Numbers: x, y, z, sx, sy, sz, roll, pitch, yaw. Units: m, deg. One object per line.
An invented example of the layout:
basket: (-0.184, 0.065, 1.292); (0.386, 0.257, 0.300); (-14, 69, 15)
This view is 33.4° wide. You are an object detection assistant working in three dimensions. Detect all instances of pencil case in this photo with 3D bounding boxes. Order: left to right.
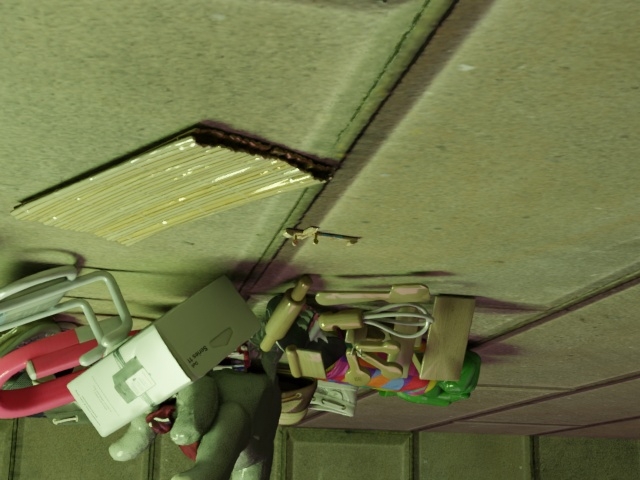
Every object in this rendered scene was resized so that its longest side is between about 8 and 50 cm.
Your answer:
pencil case: (0.082, 0.183, 1.670); (0.236, 0.105, 0.104); (16, 159, -42)

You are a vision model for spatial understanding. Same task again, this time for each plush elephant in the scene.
plush elephant: (-0.203, 0.250, 1.587); (0.255, 0.330, 0.272); (9, 163, 19)

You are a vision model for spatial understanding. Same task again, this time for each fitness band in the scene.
fitness band: (-0.384, 0.201, 1.669); (0.290, 0.054, 0.209); (-16, 157, -23)

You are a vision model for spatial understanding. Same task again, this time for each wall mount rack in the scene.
wall mount rack: (-0.405, 0.144, 1.347); (0.304, 0.131, 0.350); (-21, 175, -24)

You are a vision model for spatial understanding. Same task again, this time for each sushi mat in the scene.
sushi mat: (-0.144, -0.042, 0.972); (0.151, 0.019, 0.316); (15, 161, -39)

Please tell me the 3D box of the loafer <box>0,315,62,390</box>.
loafer: (-0.497, 0.170, 1.687); (0.251, 0.087, 0.094); (-33, 154, 36)

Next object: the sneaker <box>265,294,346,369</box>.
sneaker: (-0.037, 0.123, 1.508); (0.077, 0.072, 0.178); (39, 171, 38)

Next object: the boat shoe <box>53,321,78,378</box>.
boat shoe: (-0.415, 0.182, 1.736); (0.049, 0.040, 0.142); (7, 143, -10)

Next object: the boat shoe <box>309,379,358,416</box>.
boat shoe: (-0.053, 0.336, 2.275); (0.277, 0.096, 0.098); (4, 166, -10)

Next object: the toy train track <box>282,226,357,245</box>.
toy train track: (0.000, 0.000, 1.131); (0.083, 0.014, 0.048); (7, 165, -23)

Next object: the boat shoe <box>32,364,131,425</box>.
boat shoe: (-0.342, 0.272, 1.833); (0.335, 0.096, 0.112); (-1, -158, 25)

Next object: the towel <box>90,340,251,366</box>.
towel: (-0.289, 0.204, 1.903); (0.328, 0.037, 0.237); (2, 166, -3)

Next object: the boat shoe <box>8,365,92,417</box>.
boat shoe: (-0.495, 0.272, 1.997); (0.158, 0.127, 0.340); (1, 177, 39)

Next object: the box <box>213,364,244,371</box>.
box: (-0.228, 0.248, 1.938); (0.178, 0.042, 0.109); (1, 169, -4)

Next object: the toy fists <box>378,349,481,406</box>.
toy fists: (0.197, 0.242, 1.897); (0.142, 0.096, 0.279); (2, 164, -9)

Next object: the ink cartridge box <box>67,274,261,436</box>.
ink cartridge box: (-0.195, 0.144, 1.338); (0.208, 0.087, 0.153); (-33, -178, 39)

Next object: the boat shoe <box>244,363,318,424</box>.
boat shoe: (-0.169, 0.275, 2.062); (0.341, 0.123, 0.123); (12, 135, -18)

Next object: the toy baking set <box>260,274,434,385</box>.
toy baking set: (0.035, 0.108, 1.380); (0.196, 0.030, 0.256); (16, 138, -8)

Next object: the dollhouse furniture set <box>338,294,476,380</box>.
dollhouse furniture set: (0.117, 0.104, 1.503); (0.144, 0.123, 0.151); (5, -160, -13)
